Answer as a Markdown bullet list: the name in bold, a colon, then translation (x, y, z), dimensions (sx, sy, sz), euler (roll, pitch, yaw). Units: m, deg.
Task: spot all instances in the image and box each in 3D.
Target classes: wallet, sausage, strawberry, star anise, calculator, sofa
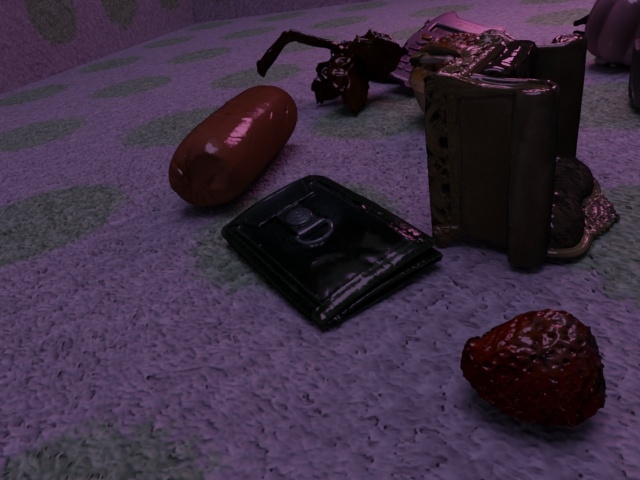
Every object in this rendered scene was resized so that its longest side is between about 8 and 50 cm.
- **wallet**: translation (-0.001, -0.002, 0.579), dimensions (0.160, 0.055, 0.236), euler (-31, 37, -20)
- **sausage**: translation (-0.132, -0.158, 0.811), dimensions (0.121, 0.121, 0.304), euler (1, 34, 18)
- **strawberry**: translation (0.149, 0.088, 0.355), dimensions (0.097, 0.083, 0.083), euler (3, 32, 24)
- **star anise**: translation (0.025, -0.374, 1.088), dimensions (0.347, 0.148, 0.237), euler (8, 61, 19)
- **calculator**: translation (0.278, -0.418, 1.138), dimensions (0.194, 0.043, 0.294), euler (32, 63, 26)
- **sofa**: translation (0.237, -0.117, 0.558), dimensions (0.182, 0.200, 0.258), euler (7, 33, 31)

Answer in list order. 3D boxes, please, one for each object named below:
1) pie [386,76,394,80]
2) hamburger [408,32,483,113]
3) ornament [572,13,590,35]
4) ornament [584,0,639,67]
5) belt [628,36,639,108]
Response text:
- **pie**: translation (0.227, -0.446, 1.254), dimensions (0.219, 0.054, 0.204), euler (-21, 32, -18)
- **hamburger**: translation (0.272, -0.294, 0.896), dimensions (0.237, 0.147, 0.237), euler (-4, 31, 3)
- **ornament**: translation (0.783, -0.544, 1.234), dimensions (0.236, 0.080, 0.202), euler (-16, 27, -11)
- **ornament**: translation (0.631, -0.429, 1.024), dimensions (0.178, 0.177, 0.177), euler (-7, 30, 4)
- **belt**: translation (0.605, -0.280, 0.816), dimensions (0.184, 0.105, 0.261), euler (14, 39, 38)
